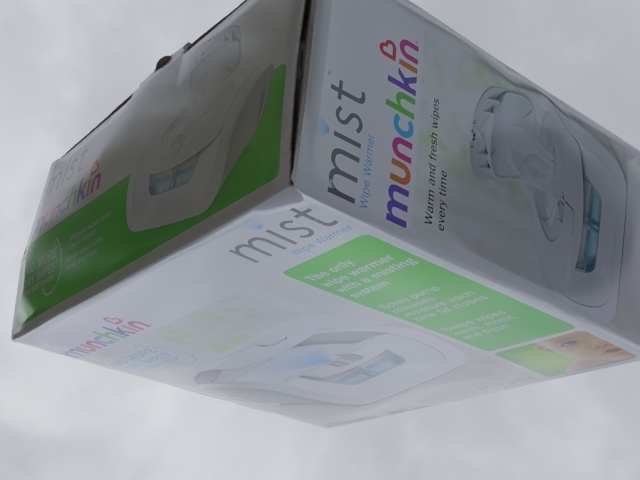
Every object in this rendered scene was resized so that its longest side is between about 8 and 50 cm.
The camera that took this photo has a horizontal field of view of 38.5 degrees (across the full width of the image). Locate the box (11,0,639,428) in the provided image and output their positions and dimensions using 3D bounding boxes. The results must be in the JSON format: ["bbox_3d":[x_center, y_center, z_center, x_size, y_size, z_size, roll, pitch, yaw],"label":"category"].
[{"bbox_3d":[0.000,0.000,0.498,0.262,0.231,0.127,-24,-127,46],"label":"box"}]
